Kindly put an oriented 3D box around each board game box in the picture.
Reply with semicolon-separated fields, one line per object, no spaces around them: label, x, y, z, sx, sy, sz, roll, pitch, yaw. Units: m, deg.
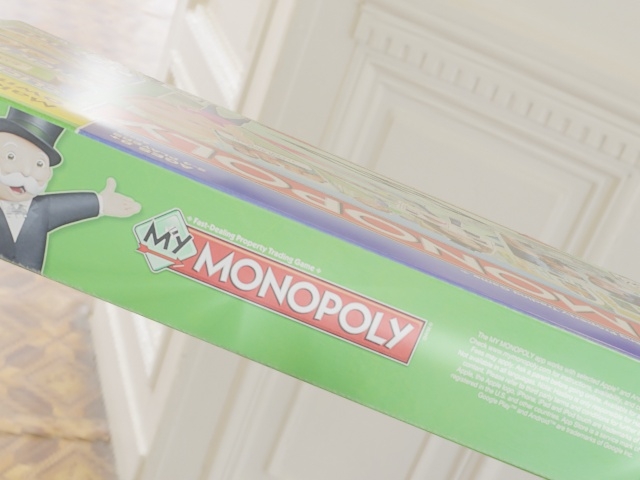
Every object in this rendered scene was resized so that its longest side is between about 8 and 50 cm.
board game box;0.000;0.000;0.411;0.317;0.046;0.213;23;9;-3
